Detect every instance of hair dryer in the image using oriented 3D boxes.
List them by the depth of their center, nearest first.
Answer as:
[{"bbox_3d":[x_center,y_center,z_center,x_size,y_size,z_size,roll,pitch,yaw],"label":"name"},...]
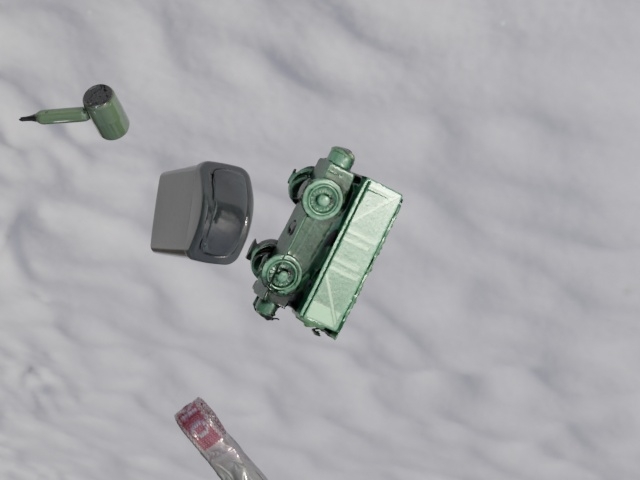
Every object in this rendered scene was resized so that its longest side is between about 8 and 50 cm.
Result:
[{"bbox_3d":[-0.337,-0.170,1.521,0.150,0.047,0.071,-1,147,12],"label":"hair dryer"}]

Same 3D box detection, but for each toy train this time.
[{"bbox_3d":[0.000,0.000,1.631,0.154,0.269,0.115,25,-178,-25],"label":"toy train"}]

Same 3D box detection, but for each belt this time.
[{"bbox_3d":[-0.122,0.323,1.607,0.232,0.053,0.071,52,-179,-12],"label":"belt"}]

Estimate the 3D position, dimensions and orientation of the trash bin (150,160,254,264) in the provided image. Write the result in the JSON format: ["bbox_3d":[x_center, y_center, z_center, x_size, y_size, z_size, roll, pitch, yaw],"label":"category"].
[{"bbox_3d":[-0.212,-0.048,2.016,0.101,0.176,0.236,8,177,-31],"label":"trash bin"}]
